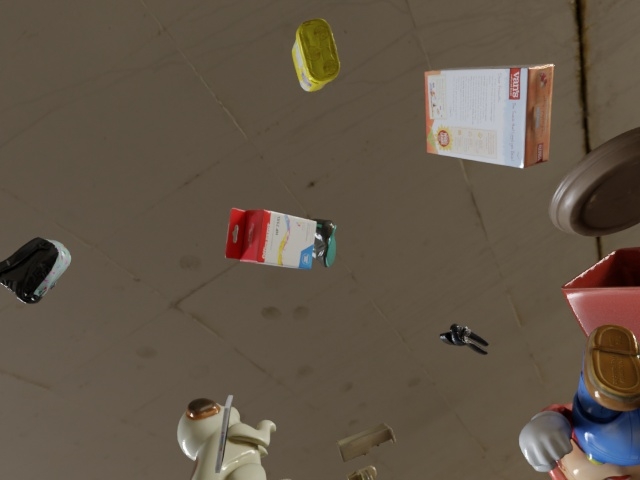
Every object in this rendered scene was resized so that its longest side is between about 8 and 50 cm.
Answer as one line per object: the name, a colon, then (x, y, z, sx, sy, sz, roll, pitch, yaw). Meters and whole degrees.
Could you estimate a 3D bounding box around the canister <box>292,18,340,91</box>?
canister: (-0.015, -0.405, 1.099, 0.073, 0.170, 0.126, -17, -79, -6)

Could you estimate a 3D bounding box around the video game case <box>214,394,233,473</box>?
video game case: (-0.187, 0.373, 0.958, 0.011, 0.087, 0.122, 8, -93, -5)

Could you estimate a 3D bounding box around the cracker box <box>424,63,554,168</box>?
cracker box: (0.285, -0.222, 0.865, 0.067, 0.232, 0.155, -16, -67, -25)

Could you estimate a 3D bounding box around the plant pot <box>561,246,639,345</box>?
plant pot: (0.693, 0.155, 0.973, 0.267, 0.267, 0.235, -21, -84, -33)

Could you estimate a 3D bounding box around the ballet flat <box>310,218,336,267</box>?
ballet flat: (0.000, 0.000, 1.544, 0.096, 0.095, 0.280, 18, -23, 8)

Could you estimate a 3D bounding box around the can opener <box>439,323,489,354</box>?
can opener: (0.408, 0.271, 1.357, 0.186, 0.073, 0.059, 23, -105, -34)

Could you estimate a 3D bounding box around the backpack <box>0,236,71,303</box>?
backpack: (-0.832, 0.077, 1.450, 0.152, 0.115, 0.182, 37, -97, 0)

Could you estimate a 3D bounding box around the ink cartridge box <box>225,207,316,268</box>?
ink cartridge box: (-0.124, -0.003, 1.276, 0.231, 0.078, 0.134, 10, -96, -44)

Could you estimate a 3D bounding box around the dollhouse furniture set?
dollhouse furniture set: (0.164, 0.683, 1.432, 0.161, 0.242, 0.212, -18, -11, -7)

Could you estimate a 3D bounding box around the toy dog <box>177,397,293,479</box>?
toy dog: (-0.317, 0.697, 1.543, 0.395, 0.408, 0.284, -10, -49, -24)

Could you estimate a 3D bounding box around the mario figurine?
mario figurine: (0.334, 0.232, 0.533, 0.170, 0.198, 0.320, -47, -37, -28)

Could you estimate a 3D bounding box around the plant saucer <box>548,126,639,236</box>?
plant saucer: (0.573, -0.098, 0.928, 0.278, 0.041, 0.278, -9, -40, -8)
